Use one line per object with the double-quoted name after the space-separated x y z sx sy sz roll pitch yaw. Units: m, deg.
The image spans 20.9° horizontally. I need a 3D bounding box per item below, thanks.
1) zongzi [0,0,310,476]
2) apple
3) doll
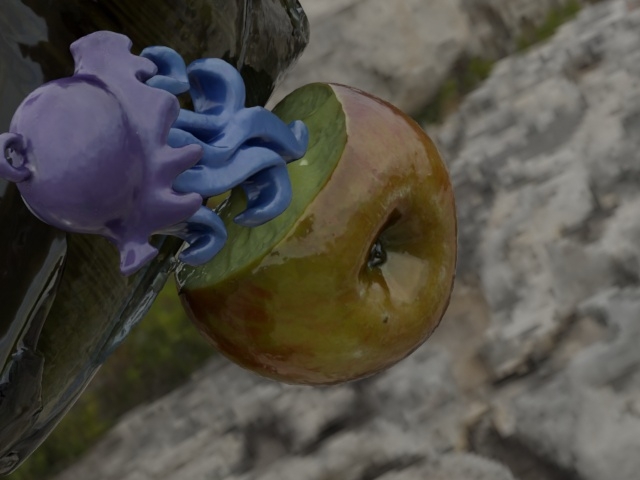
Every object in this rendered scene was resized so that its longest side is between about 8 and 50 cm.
-0.176 -0.088 0.954 0.403 0.207 0.432 -61 -14 -17 "zongzi"
0.000 0.000 1.100 0.173 0.160 0.195 15 65 45 "apple"
-0.072 -0.039 0.794 0.067 0.110 0.206 -21 -11 38 "doll"
